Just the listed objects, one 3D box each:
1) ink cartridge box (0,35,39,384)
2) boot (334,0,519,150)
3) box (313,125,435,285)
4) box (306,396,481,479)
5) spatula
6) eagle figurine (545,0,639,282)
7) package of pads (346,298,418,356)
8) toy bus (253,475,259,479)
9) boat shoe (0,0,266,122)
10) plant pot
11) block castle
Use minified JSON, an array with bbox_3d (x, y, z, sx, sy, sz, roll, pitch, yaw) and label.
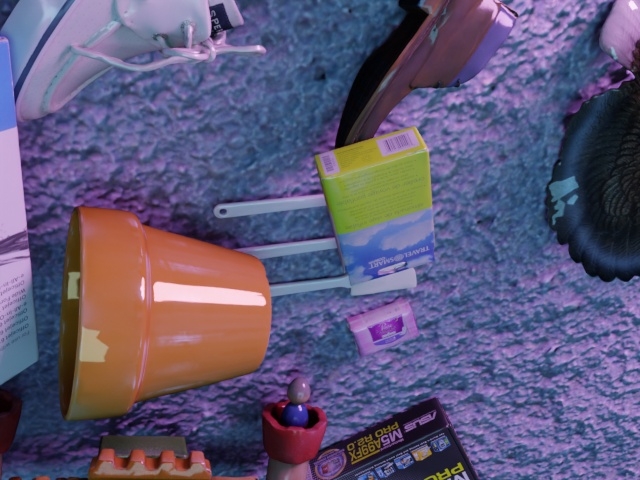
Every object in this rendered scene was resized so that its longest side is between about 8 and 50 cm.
[{"bbox_3d":[-0.370,-0.029,0.558,0.223,0.129,0.308,19,120,20],"label":"ink cartridge box"},{"bbox_3d":[0.103,-0.163,0.669,0.106,0.082,0.219,24,110,-20],"label":"boot"},{"bbox_3d":[0.064,-0.031,0.716,0.108,0.042,0.178,-16,140,-1],"label":"box"},{"bbox_3d":[0.095,0.371,0.986,0.270,0.060,0.216,-26,121,4],"label":"box"},{"bbox_3d":[0.000,0.000,0.780,0.241,0.019,0.168,-6,126,-8],"label":"spatula"},{"bbox_3d":[0.385,-0.102,0.731,0.226,0.225,0.298,22,157,20],"label":"eagle figurine"},{"bbox_3d":[0.078,0.110,0.849,0.083,0.032,0.050,-20,123,0],"label":"package of pads"},{"bbox_3d":[-0.158,0.456,0.951,0.104,0.202,0.191,6,131,19],"label":"toy bus"},{"bbox_3d":[-0.113,-0.205,0.563,0.367,0.136,0.156,-44,102,7],"label":"boat shoe"},{"bbox_3d":[-0.159,0.074,0.687,0.187,0.205,0.205,4,119,-25],"label":"plant pot"},{"bbox_3d":[-0.190,0.272,0.717,0.452,0.303,0.213,6,100,-15],"label":"block castle"}]
